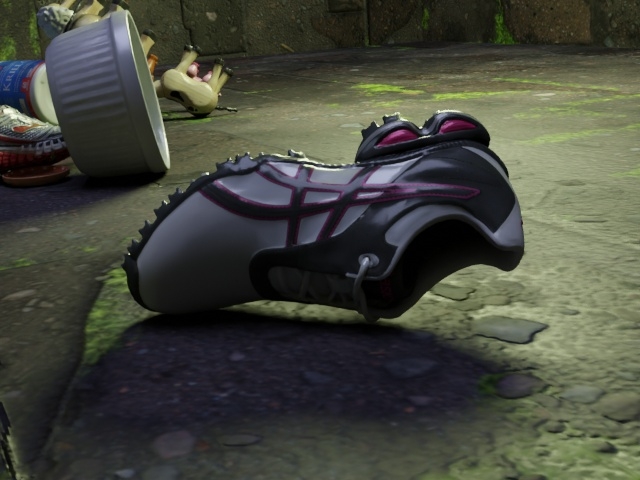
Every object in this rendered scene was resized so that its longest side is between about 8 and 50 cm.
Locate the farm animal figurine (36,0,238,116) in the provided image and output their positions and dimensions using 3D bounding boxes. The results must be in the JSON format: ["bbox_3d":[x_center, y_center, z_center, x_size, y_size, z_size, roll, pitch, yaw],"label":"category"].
[{"bbox_3d":[-0.365,-0.325,1.776,0.330,0.172,0.327,15,-18,49],"label":"farm animal figurine"}]

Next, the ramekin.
[{"bbox_3d":[-0.268,-0.177,1.173,0.109,0.207,0.207,-13,16,-3],"label":"ramekin"}]

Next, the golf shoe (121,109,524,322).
[{"bbox_3d":[0.000,0.000,0.620,0.273,0.105,0.120,-20,48,0],"label":"golf shoe"}]

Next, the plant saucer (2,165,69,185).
[{"bbox_3d":[-0.364,-0.082,1.192,0.083,0.013,0.083,-4,16,1],"label":"plant saucer"}]

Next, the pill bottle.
[{"bbox_3d":[-0.569,-0.280,1.768,0.221,0.124,0.124,5,17,32],"label":"pill bottle"}]

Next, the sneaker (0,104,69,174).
[{"bbox_3d":[-0.398,-0.142,1.232,0.225,0.092,0.088,-16,-2,-45],"label":"sneaker"}]
